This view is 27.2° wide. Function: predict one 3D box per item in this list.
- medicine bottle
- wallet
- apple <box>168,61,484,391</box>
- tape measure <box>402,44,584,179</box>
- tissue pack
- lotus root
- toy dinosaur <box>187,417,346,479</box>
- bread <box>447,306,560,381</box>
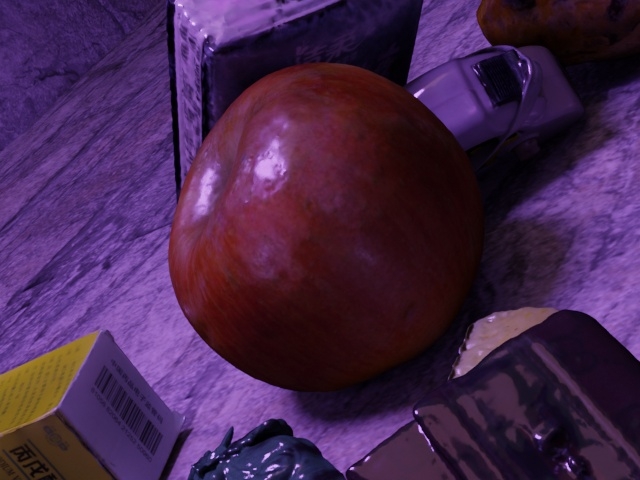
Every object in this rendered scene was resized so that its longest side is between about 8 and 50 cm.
[{"bbox_3d":[-0.275,0.208,1.260,0.250,0.137,0.141,-25,22,24],"label":"medicine bottle"},{"bbox_3d":[0.148,0.155,0.734,0.182,0.049,0.229,-35,53,-11],"label":"wallet"},{"bbox_3d":[0.016,-0.006,1.169,0.302,0.301,0.301,-29,21,12],"label":"apple"},{"bbox_3d":[0.140,-0.117,1.337,0.236,0.120,0.197,-30,-13,14],"label":"tape measure"},{"bbox_3d":[-0.025,-0.151,1.358,0.259,0.361,0.122,-29,63,-20],"label":"tissue pack"},{"bbox_3d":[0.291,-0.267,1.426,0.291,0.193,0.193,-6,34,48],"label":"lotus root"},{"bbox_3d":[-0.034,0.204,0.998,0.120,0.079,0.292,-41,25,-14],"label":"toy dinosaur"},{"bbox_3d":[0.146,0.117,0.875,0.111,0.114,0.129,-14,31,28],"label":"bread"}]
